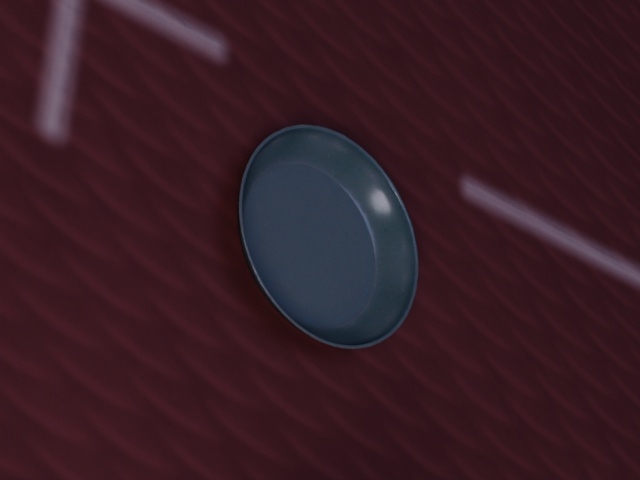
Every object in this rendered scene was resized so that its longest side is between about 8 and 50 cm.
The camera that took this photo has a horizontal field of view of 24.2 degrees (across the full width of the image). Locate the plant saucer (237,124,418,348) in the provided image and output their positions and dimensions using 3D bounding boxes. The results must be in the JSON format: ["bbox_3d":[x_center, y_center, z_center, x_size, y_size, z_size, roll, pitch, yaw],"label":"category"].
[{"bbox_3d":[0.000,0.000,0.762,0.119,0.021,0.119,19,60,-36],"label":"plant saucer"}]
